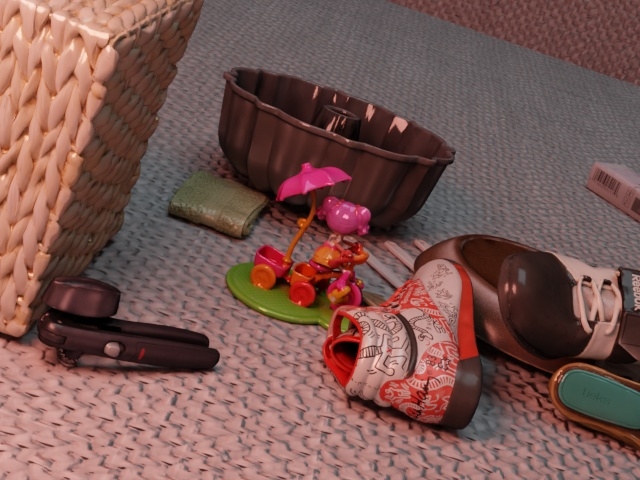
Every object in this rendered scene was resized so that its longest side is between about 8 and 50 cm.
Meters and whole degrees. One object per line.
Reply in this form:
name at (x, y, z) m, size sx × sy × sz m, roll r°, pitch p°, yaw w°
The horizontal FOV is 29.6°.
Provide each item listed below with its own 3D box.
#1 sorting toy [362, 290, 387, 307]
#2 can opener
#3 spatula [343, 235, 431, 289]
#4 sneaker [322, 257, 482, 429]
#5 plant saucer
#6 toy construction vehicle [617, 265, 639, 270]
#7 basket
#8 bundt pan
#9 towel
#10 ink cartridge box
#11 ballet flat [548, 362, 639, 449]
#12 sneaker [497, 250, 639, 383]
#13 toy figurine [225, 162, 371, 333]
sorting toy at (0.073, 0.080, 1.369) m, size 0.062 × 0.012 × 0.083 m, roll 21°, pitch 13°, yaw -46°
can opener at (-0.172, 0.089, 1.101) m, size 0.186 × 0.073 × 0.059 m, roll 21°, pitch 25°, yaw -33°
spatula at (0.137, 0.049, 1.502) m, size 0.168 × 0.019 × 0.242 m, roll 2°, pitch 27°, yaw -34°
sneaker at (0.079, 0.082, 1.258) m, size 0.145 × 0.090 × 0.270 m, roll 17°, pitch 28°, yaw -10°
plant saucer at (0.266, 0.071, 1.489) m, size 0.310 × 0.050 × 0.310 m, roll 21°, pitch 20°, yaw -8°
toy construction vehicle at (0.442, 0.066, 1.691) m, size 0.098 × 0.035 × 0.086 m, roll 23°, pitch 22°, yaw 10°
basket at (-0.310, -0.133, 1.165) m, size 0.266 × 0.328 × 0.331 m, roll 23°, pitch 21°, yaw 0°
bundt pan at (0.008, -0.118, 1.636) m, size 0.331 × 0.124 × 0.331 m, roll 19°, pitch 17°, yaw -6°
towel at (-0.126, -0.049, 1.508) m, size 0.110 × 0.027 × 0.148 m, roll 19°, pitch 21°, yaw 3°
ink cartridge box at (0.613, -0.071, 2.144) m, size 0.232 × 0.066 × 0.189 m, roll -2°, pitch 29°, yaw -35°
ballet flat at (0.352, 0.189, 1.274) m, size 0.232 × 0.080 × 0.073 m, roll 25°, pitch -7°, yaw 10°
sneaker at (0.331, 0.077, 1.302) m, size 0.330 × 0.122 × 0.146 m, roll 19°, pitch -26°, yaw -36°
toy figurine at (0.000, 0.000, 1.313) m, size 0.173 × 0.159 × 0.130 m, roll 24°, pitch 22°, yaw 12°
